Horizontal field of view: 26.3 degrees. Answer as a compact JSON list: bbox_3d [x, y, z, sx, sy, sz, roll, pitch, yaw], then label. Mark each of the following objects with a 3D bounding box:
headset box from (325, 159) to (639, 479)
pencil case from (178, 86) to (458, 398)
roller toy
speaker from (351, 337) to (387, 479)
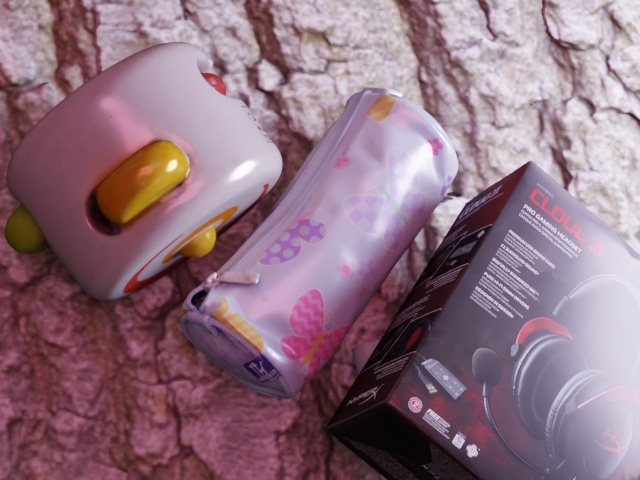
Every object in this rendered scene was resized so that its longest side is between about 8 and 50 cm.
[{"bbox_3d":[0.175,0.096,1.115,0.218,0.110,0.293,40,58,-8],"label":"headset box"},{"bbox_3d":[0.000,0.000,1.134,0.124,0.113,0.273,47,67,-20],"label":"pencil case"},{"bbox_3d":[-0.132,-0.049,1.075,0.191,0.209,0.146,-34,84,-40],"label":"roller toy"},{"bbox_3d":[0.066,0.149,1.137,0.055,0.055,0.136,-9,75,-15],"label":"speaker"}]
